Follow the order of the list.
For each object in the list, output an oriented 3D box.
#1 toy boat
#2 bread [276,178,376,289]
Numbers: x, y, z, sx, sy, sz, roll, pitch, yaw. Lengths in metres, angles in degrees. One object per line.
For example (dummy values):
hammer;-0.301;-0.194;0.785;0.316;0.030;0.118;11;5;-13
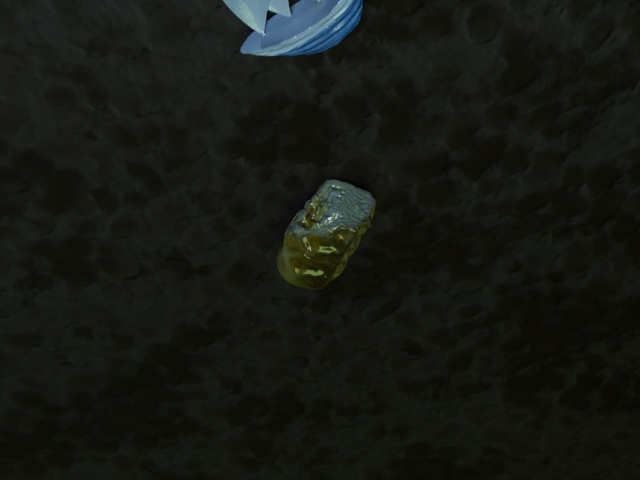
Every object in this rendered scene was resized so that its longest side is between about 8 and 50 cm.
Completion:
toy boat;-0.041;-0.174;0.911;0.149;0.034;0.105;15;135;-25
bread;0.000;0.000;1.117;0.066;0.060;0.110;-18;153;-36
